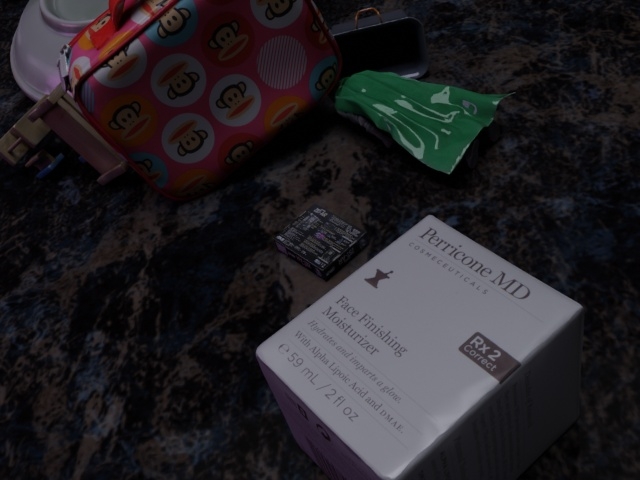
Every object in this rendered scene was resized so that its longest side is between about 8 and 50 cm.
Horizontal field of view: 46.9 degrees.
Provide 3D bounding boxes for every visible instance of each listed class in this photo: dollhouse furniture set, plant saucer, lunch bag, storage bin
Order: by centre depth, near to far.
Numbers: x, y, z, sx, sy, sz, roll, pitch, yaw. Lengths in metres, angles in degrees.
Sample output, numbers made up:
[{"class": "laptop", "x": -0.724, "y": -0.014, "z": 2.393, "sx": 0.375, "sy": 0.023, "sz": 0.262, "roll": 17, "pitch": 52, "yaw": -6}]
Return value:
[{"class": "lunch bag", "x": -0.142, "y": -0.214, "z": 0.856, "sx": 0.293, "sy": 0.258, "sz": 0.120, "roll": -38, "pitch": 44, "yaw": 1}, {"class": "storage bin", "x": 0.069, "y": -0.268, "z": 0.994, "sx": 0.135, "sy": 0.098, "sz": 0.091, "roll": -12, "pitch": 34, "yaw": 6}, {"class": "dollhouse furniture set", "x": -0.325, "y": -0.153, "z": 1.010, "sx": 0.184, "sy": 0.129, "sz": 0.129, "roll": -20, "pitch": 33, "yaw": 44}, {"class": "plant saucer", "x": -0.326, "y": -0.379, "z": 1.176, "sx": 0.401, "sy": 0.100, "sz": 0.400, "roll": -6, "pitch": 56, "yaw": 10}]

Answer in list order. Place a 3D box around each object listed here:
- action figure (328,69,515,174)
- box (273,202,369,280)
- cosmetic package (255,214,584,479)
[{"class": "action figure", "x": 0.097, "y": -0.156, "z": 0.887, "sx": 0.232, "sy": 0.063, "sz": 0.137, "roll": 28, "pitch": 62, "yaw": 33}, {"class": "box", "x": 0.000, "y": 0.000, "z": 0.796, "sx": 0.067, "sy": 0.018, "sz": 0.083, "roll": -41, "pitch": 48, "yaw": -22}, {"class": "cosmetic package", "x": 0.080, "y": 0.111, "z": 0.563, "sx": 0.184, "sy": 0.151, "sz": 0.151, "roll": -38, "pitch": 48, "yaw": -19}]
